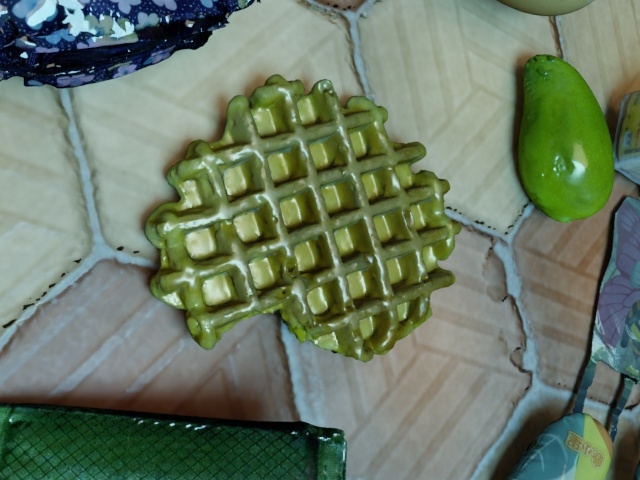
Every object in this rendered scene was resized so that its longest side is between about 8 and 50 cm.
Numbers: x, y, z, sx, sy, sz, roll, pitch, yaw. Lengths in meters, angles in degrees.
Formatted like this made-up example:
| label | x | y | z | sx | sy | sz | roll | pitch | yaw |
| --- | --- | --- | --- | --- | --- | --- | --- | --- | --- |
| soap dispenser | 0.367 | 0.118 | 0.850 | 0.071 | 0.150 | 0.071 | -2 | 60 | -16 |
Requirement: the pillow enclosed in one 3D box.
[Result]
| label | x | y | z | sx | sy | sz | roll | pitch | yaw |
| --- | --- | --- | --- | --- | --- | --- | --- | --- | --- |
| pillow | 0.260 | 0.274 | 0.657 | 0.233 | 0.086 | 0.214 | 20 | 79 | -16 |

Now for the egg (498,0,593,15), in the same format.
| label | x | y | z | sx | sy | sz | roll | pitch | yaw |
| --- | --- | --- | --- | --- | --- | --- | --- | --- | --- |
| egg | 0.181 | -0.311 | 0.590 | 0.201 | 0.201 | 0.244 | -34 | 116 | -25 |

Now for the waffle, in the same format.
| label | x | y | z | sx | sy | sz | roll | pitch | yaw |
| --- | --- | --- | --- | --- | --- | --- | --- | --- | --- |
| waffle | 0.001 | 0.000 | 0.559 | 0.253 | 0.056 | 0.249 | 43 | 70 | -20 |

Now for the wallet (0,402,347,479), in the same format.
| label | x | y | z | sx | sy | sz | roll | pitch | yaw |
| --- | --- | --- | --- | --- | --- | --- | --- | --- | --- |
| wallet | -0.104 | 0.190 | 0.445 | 0.236 | 0.055 | 0.160 | 4 | 73 | 2 |

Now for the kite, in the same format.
| label | x | y | z | sx | sy | sz | roll | pitch | yaw |
| --- | --- | --- | --- | --- | --- | --- | --- | --- | --- |
| kite | 0.336 | 0.134 | 0.746 | 0.204 | 0.022 | 0.360 | 33 | 73 | -23 |

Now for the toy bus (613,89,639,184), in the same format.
| label | x | y | z | sx | sy | sz | roll | pitch | yaw |
| --- | --- | --- | --- | --- | --- | --- | --- | --- | --- |
| toy bus | 0.464 | -0.068 | 0.757 | 0.343 | 0.138 | 0.097 | 20 | 76 | -23 |

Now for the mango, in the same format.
| label | x | y | z | sx | sy | sz | roll | pitch | yaw |
| --- | --- | --- | --- | --- | --- | --- | --- | --- | --- |
| mango | 0.232 | -0.099 | 0.673 | 0.091 | 0.074 | 0.165 | -14 | 93 | -26 |

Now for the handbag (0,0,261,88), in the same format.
| label | x | y | z | sx | sy | sz | roll | pitch | yaw |
| --- | --- | --- | --- | --- | --- | --- | --- | --- | --- |
| handbag | -0.160 | -0.207 | 0.446 | 0.229 | 0.127 | 0.207 | -21 | 103 | -27 |
